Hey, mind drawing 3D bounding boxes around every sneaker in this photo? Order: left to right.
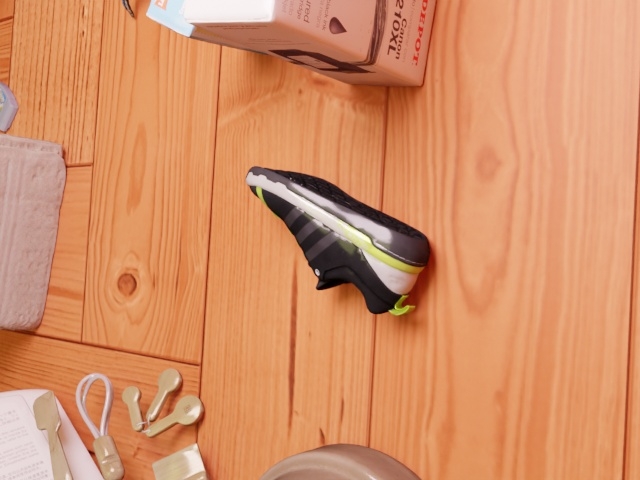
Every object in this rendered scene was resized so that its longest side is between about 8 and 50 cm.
[{"bbox_3d":[0.000,0.000,0.776,0.235,0.084,0.097,31,107,37],"label":"sneaker"}]

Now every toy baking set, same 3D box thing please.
[{"bbox_3d":[-0.241,0.251,0.940,0.256,0.030,0.196,-5,60,17],"label":"toy baking set"}]

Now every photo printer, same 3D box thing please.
[{"bbox_3d":[-0.405,0.326,0.982,0.307,0.256,0.107,45,134,32],"label":"photo printer"}]

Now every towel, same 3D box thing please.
[{"bbox_3d":[-0.455,-0.011,1.090,0.049,0.187,0.282,14,94,36],"label":"towel"}]

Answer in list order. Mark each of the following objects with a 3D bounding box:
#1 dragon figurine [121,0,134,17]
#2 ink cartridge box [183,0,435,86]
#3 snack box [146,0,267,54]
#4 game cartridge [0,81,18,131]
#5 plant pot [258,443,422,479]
[{"bbox_3d":[-0.162,-0.348,0.938,0.289,0.085,0.144,-41,62,28],"label":"dragon figurine"},{"bbox_3d":[0.008,-0.243,0.690,0.100,0.237,0.172,11,94,35],"label":"ink cartridge box"},{"bbox_3d":[-0.042,-0.346,0.770,0.060,0.187,0.322,31,107,16],"label":"snack box"},{"bbox_3d":[-0.514,-0.220,1.268,0.083,0.017,0.056,46,111,32],"label":"game cartridge"},{"bbox_3d":[-0.035,0.324,0.687,0.263,0.229,0.263,-4,85,41],"label":"plant pot"}]
